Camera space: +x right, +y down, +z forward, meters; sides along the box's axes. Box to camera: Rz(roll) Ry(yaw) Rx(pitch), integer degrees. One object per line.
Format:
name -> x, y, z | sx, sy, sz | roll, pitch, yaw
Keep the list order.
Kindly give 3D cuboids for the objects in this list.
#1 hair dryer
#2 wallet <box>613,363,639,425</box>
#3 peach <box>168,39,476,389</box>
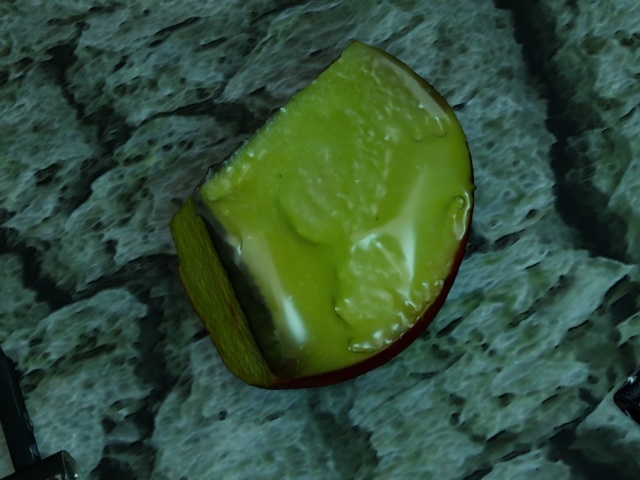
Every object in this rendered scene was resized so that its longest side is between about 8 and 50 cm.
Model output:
hair dryer -> -0.371, 0.228, 1.892 | 0.128, 0.070, 0.255 | -27, 57, 1
wallet -> 0.482, 0.175, 1.723 | 0.262, 0.071, 0.221 | 40, 75, 20
peach -> 0.000, 0.000, 1.805 | 0.306, 0.242, 0.380 | 39, 65, 3
